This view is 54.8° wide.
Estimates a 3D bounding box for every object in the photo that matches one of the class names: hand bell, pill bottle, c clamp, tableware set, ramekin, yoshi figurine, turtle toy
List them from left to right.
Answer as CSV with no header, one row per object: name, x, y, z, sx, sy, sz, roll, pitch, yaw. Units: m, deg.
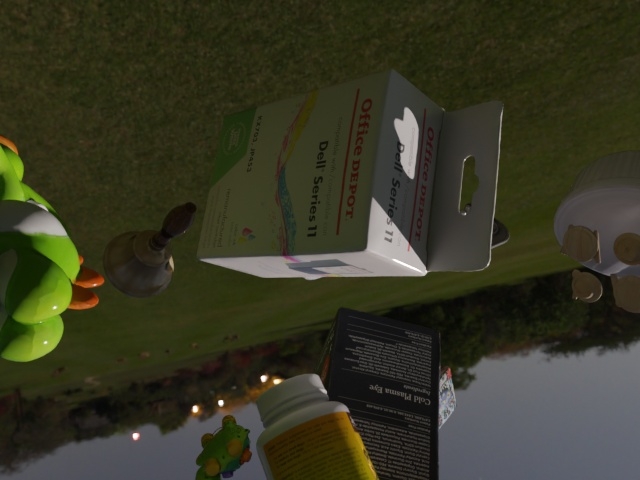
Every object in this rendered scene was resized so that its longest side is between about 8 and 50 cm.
yoshi figurine,-0.349,-0.013,0.569,0.203,0.204,0.362,-32,-141,-23
hand bell,-0.259,-0.003,1.003,0.126,0.126,0.242,-5,161,-36
turtle toy,-0.166,0.367,1.049,0.130,0.066,0.095,-42,-156,2
pill bottle,0.001,0.266,0.698,0.117,0.215,0.117,-20,153,-11
c clamp,0.213,-0.026,0.968,0.160,0.137,0.022,-13,133,-30
tableware set,0.487,0.047,1.051,0.020,0.141,0.168,-16,-164,-38
ramekin,0.597,-0.052,1.178,0.272,0.127,0.273,20,148,13

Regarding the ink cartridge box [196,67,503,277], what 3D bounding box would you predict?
ink cartridge box,0.021,-0.067,0.726,0.353,0.207,0.119,-4,162,42

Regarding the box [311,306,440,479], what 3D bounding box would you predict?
box,0.057,0.344,1.012,0.178,0.313,0.343,13,136,-4

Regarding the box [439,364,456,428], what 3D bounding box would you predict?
box,0.217,0.315,1.190,0.027,0.094,0.137,-1,-161,38

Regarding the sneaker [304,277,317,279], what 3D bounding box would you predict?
sneaker,-0.087,-0.001,1.522,0.101,0.153,0.268,-41,141,22
